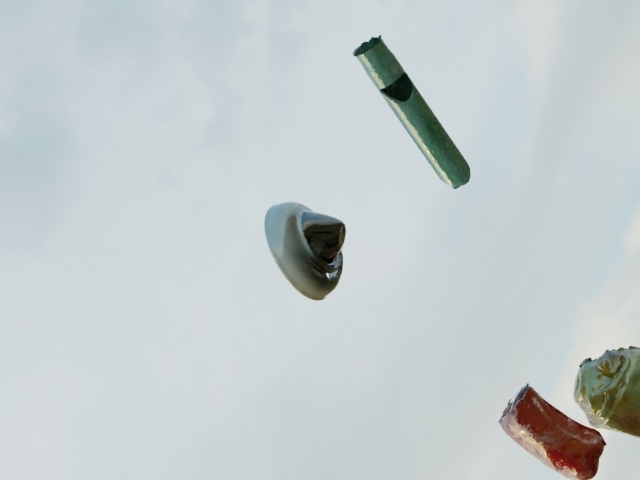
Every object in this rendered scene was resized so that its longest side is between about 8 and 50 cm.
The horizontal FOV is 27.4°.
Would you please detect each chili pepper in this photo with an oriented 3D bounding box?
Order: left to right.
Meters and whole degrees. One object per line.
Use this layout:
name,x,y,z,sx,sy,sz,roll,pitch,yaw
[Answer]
chili pepper,0.265,0.222,1.492,0.073,0.123,0.070,-59,-7,26

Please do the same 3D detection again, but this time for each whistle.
whistle,0.100,-0.134,1.401,0.186,0.039,0.039,54,-124,-20

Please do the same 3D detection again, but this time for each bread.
bread,0.414,0.203,1.578,0.128,0.232,0.088,-51,26,43

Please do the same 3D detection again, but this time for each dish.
dish,0.000,0.000,1.708,0.078,0.141,0.141,-28,-11,26
